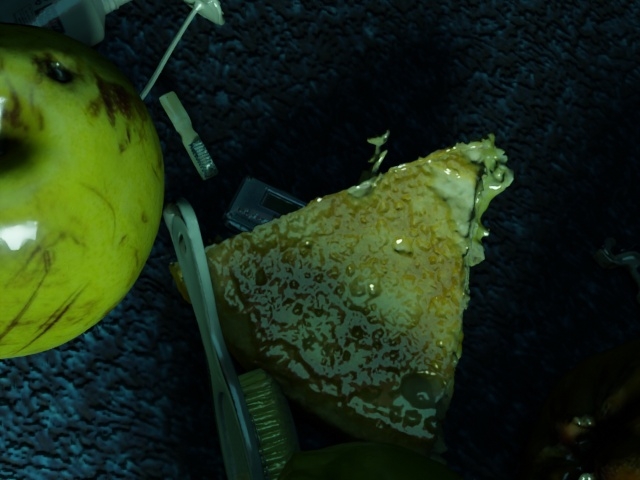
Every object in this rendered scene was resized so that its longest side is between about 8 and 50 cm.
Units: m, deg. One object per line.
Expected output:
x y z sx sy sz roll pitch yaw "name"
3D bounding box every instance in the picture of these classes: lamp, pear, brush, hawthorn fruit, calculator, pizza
-0.150 -0.140 1.319 0.050 0.056 0.198 31 76 2 "lamp"
-0.255 -0.043 1.127 0.283 0.283 0.284 4 67 -9 "pear"
-0.060 0.106 1.170 0.060 0.068 0.297 -14 90 -22 "brush"
0.309 0.210 1.124 0.300 0.268 0.268 17 65 -17 "hawthorn fruit"
0.000 0.000 1.290 0.172 0.018 0.057 26 64 3 "calculator"
0.063 0.030 1.238 0.280 0.075 0.287 45 81 4 "pizza"
-0.115 -0.092 1.294 0.016 0.013 0.084 -31 96 -19 "brush"

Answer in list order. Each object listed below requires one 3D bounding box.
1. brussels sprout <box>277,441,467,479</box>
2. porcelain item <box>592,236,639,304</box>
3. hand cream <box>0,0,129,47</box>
0.034 0.308 1.014 0.344 0.268 0.344 34 42 -38 "brussels sprout"
0.314 0.038 1.329 0.075 0.021 0.136 -37 79 -26 "porcelain item"
-0.320 -0.164 1.284 0.340 0.078 0.124 -23 74 -10 "hand cream"
